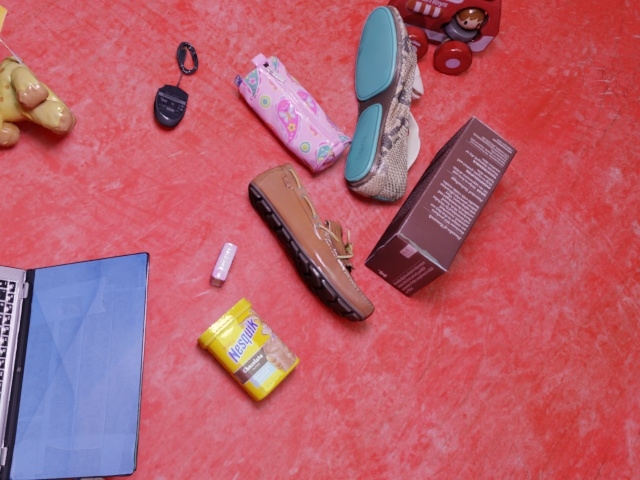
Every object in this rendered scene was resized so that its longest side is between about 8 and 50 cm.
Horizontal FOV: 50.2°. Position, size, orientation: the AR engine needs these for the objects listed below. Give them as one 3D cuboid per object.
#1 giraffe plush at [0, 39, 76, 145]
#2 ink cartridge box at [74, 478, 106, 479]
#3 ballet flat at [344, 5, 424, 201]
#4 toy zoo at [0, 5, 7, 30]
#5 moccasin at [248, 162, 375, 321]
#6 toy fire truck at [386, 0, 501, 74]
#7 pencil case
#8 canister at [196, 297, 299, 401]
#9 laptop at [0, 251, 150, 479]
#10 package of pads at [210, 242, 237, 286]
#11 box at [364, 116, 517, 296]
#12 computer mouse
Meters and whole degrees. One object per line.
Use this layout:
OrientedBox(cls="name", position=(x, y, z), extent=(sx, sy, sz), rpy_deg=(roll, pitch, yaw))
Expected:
OrientedBox(cls="giraffe plush", position=(-0.609, -0.254, 1.328), extent=(0.170, 0.181, 0.210), rpy_deg=(-43, 108, -5))
OrientedBox(cls="ink cartridge box", position=(-0.317, 0.546, 1.155), extent=(0.333, 0.065, 0.165), rpy_deg=(38, 63, -3))
OrientedBox(cls="ballet flat", position=(0.166, -0.314, 1.627), extent=(0.182, 0.164, 0.482), rpy_deg=(19, 68, -35))
OrientedBox(cls="toy zoo", position=(-0.681, -0.331, 1.305), extent=(0.030, 0.192, 0.293), rpy_deg=(30, 52, -43))
OrientedBox(cls="moccasin", position=(0.000, 0.001, 1.447), extent=(0.147, 0.139, 0.380), rpy_deg=(-31, 72, -17))
OrientedBox(cls="toy fire truck", position=(0.314, -0.568, 1.701), extent=(0.302, 0.254, 0.169), rpy_deg=(12, 66, -14))
OrientedBox(cls="pencil case", position=(-0.060, -0.285, 1.538), extent=(0.124, 0.124, 0.284), rpy_deg=(-39, 86, -27))
OrientedBox(cls="canister", position=(-0.139, 0.215, 1.341), extent=(0.170, 0.073, 0.126), rpy_deg=(47, 63, 1))
OrientedBox(cls="laptop", position=(-0.528, 0.191, 1.116), extent=(0.408, 0.236, 0.381), rpy_deg=(14, 63, -35))
OrientedBox(cls="package of pads", position=(-0.199, 0.050, 1.398), extent=(0.032, 0.050, 0.083), rpy_deg=(23, 65, -9))
OrientedBox(cls="box", position=(0.271, -0.077, 1.529), extent=(0.143, 0.191, 0.381), rpy_deg=(38, 63, -1))
OrientedBox(cls="computer mouse", position=(-0.321, -0.347, 1.526), extent=(0.071, 0.041, 0.242), rpy_deg=(21, 57, -19))
